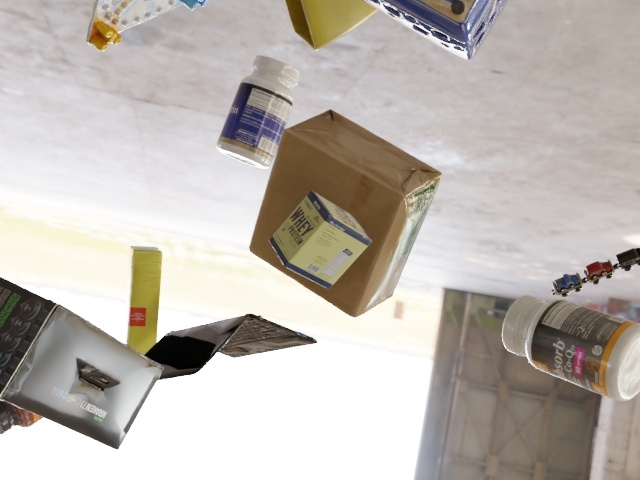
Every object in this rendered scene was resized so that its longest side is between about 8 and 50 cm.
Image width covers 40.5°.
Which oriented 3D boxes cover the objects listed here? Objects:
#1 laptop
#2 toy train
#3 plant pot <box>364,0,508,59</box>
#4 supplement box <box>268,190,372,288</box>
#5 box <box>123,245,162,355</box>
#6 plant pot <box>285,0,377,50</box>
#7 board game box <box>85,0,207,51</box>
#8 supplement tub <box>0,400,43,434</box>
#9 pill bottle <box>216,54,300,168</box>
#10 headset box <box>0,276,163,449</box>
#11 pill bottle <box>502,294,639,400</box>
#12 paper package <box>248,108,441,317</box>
[{"bbox_3d":[-0.182,0.216,1.542,0.234,0.136,0.264,-15,149,41],"label":"laptop"},{"bbox_3d":[0.443,0.051,1.389,0.158,0.027,0.036,-25,139,16],"label":"toy train"},{"bbox_3d":[0.171,-0.413,1.228,0.236,0.236,0.212,30,-166,4],"label":"plant pot"},{"bbox_3d":[0.000,0.000,1.055,0.083,0.083,0.056,29,-162,-41],"label":"supplement box"},{"bbox_3d":[-0.341,0.129,1.657,0.058,0.232,0.087,4,-174,-18],"label":"box"},{"bbox_3d":[0.022,-0.570,1.916,0.187,0.212,0.212,-21,-152,-6],"label":"plant pot"},{"bbox_3d":[-0.351,-0.643,2.014,0.050,0.390,0.390,44,139,8],"label":"board game box"},{"bbox_3d":[-0.523,0.274,1.605,0.106,0.106,0.198,5,-149,45],"label":"supplement tub"},{"bbox_3d":[-0.155,-0.331,2.238,0.153,0.264,0.153,21,177,1],"label":"pill bottle"},{"bbox_3d":[-0.384,0.145,1.146,0.283,0.131,0.246,19,162,32],"label":"headset box"},{"bbox_3d":[0.527,0.213,1.794,0.162,0.162,0.278,16,-179,-45],"label":"pill bottle"},{"bbox_3d":[0.043,-0.054,1.779,0.309,0.325,0.168,32,-145,20],"label":"paper package"}]
